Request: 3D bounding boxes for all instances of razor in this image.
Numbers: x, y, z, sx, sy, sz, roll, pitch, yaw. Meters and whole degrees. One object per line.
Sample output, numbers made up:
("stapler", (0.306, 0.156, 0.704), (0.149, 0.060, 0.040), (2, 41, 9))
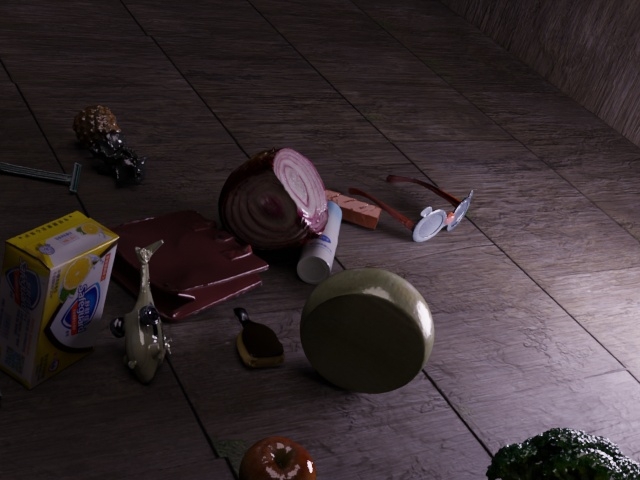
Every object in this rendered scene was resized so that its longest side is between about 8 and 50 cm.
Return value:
("razor", (-0.632, -0.150, 2.138), (0.191, 0.037, 0.068), (8, 74, -8))

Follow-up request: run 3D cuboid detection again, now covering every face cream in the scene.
("face cream", (0.000, 0.000, 2.176), (0.077, 0.077, 0.250), (16, 31, -3))

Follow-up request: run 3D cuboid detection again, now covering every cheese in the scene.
("cheese", (-0.133, 0.182, 1.863), (0.086, 0.036, 0.162), (-4, 37, -27))

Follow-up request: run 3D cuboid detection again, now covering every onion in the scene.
("onion", (-0.111, -0.092, 2.121), (0.207, 0.216, 0.206), (-20, 20, 22))

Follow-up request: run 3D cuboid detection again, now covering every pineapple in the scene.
("pineapple", (-0.487, -0.217, 2.257), (0.119, 0.111, 0.237), (-31, 59, -12))

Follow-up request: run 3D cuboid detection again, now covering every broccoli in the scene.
("broccoli", (0.409, 0.444, 1.587), (0.254, 0.269, 0.269), (-14, 8, 41))

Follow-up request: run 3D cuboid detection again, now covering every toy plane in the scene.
("toy plane", (-0.318, 0.126, 1.761), (0.108, 0.092, 0.286), (29, 44, -51))

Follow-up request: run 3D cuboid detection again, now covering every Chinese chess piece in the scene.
("Chinese chess piece", (0.086, 0.167, 1.789), (0.250, 0.250, 0.101), (18, 34, 1))

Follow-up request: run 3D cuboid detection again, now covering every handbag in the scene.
("handbag", (-0.284, 0.041, 1.975), (0.260, 0.084, 0.275), (35, 35, 31))

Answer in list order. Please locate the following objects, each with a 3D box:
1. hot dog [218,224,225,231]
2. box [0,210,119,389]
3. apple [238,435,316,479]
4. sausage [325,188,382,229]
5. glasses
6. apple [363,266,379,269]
("hot dog", (-0.200, -0.033, 2.173), (0.049, 0.037, 0.122), (30, 37, -2))
("box", (-0.449, 0.099, 1.618), (0.097, 0.265, 0.168), (32, 32, 19))
("apple", (-0.068, 0.376, 1.527), (0.126, 0.102, 0.126), (9, 36, -7))
("sausage", (0.063, -0.081, 2.350), (0.169, 0.065, 0.065), (19, 31, 4))
("glasses", (0.227, -0.114, 2.435), (0.268, 0.118, 0.234), (36, 37, 28))
("apple", (0.111, 0.099, 2.080), (0.089, 0.074, 0.089), (15, 30, -9))
